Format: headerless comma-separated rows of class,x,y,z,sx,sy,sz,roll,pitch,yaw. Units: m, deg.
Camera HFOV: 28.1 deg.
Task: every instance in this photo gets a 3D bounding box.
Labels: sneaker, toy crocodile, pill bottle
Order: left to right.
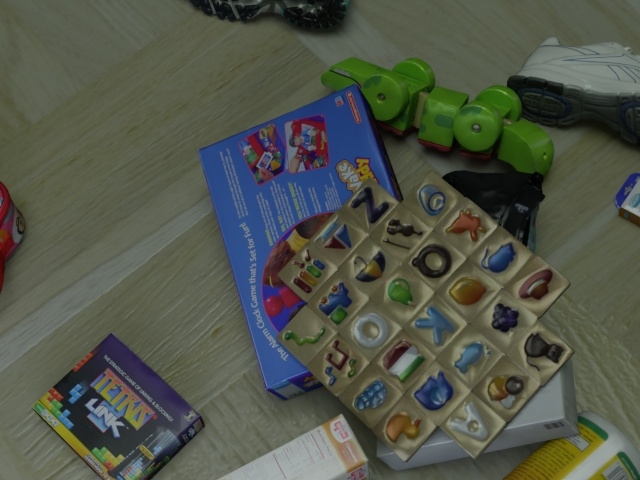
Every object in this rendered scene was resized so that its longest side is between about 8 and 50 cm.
sneaker,-0.083,-0.394,1.893,0.283,0.110,0.122,15,48,9
toy crocodile,0.159,-0.171,1.752,0.340,0.105,0.115,21,28,17
pill bottle,0.272,0.306,1.491,0.208,0.117,0.117,-38,67,-14
sneaker,0.409,-0.213,1.738,0.297,0.111,0.129,18,59,19

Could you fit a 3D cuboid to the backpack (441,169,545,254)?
backpack,0.217,0.007,1.647,0.152,0.115,0.182,-2,64,17

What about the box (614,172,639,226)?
box,0.463,-0.044,1.699,0.136,0.028,0.081,31,70,16

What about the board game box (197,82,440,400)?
board game box,0.000,0.000,1.645,0.233,0.078,0.347,-21,67,10

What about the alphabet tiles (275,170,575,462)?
alphabet tiles,0.119,0.085,1.529,0.285,0.011,0.342,-47,65,-2

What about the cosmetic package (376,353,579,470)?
cosmetic package,0.184,0.201,1.528,0.239,0.060,0.099,-16,56,25

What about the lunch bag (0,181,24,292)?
lunch bag,-0.545,0.021,1.709,0.258,0.120,0.293,31,71,14

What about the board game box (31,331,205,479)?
board game box,-0.255,0.222,1.616,0.170,0.048,0.141,39,74,21

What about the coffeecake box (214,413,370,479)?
coffeecake box,-0.037,0.295,1.508,0.185,0.142,0.068,-26,65,-9
